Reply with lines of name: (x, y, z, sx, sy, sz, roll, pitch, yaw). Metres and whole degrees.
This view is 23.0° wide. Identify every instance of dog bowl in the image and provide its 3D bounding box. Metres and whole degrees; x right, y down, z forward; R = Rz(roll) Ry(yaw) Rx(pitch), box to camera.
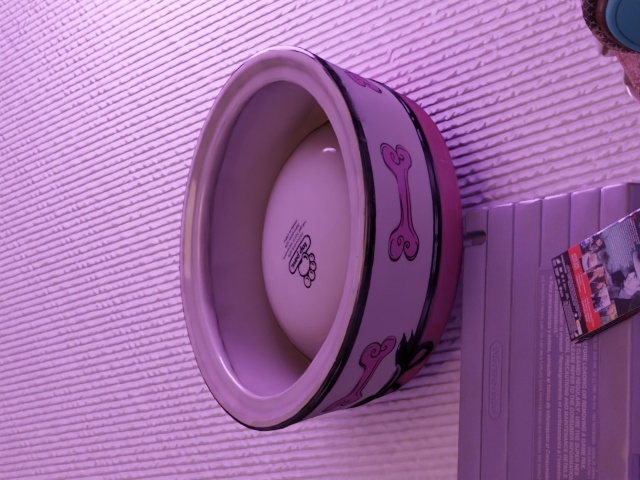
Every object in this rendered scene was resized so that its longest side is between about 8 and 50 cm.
dog bowl: (0.000, 0.000, 1.701, 0.408, 0.150, 0.408, -11, 77, 58)

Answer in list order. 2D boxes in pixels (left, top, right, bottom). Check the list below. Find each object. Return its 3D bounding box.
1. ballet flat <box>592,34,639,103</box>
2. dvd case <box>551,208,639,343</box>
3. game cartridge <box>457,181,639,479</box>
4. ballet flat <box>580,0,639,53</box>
ballet flat: (0.287, -0.181, 1.457, 0.067, 0.073, 0.206, 113, 144, -44)
dvd case: (0.262, 0.032, 1.418, 0.119, 0.013, 0.087, -36, 55, 43)
game cartridge: (0.227, 0.133, 1.495, 0.230, 0.068, 0.355, -8, 75, 47)
ballet flat: (0.376, -0.363, 1.293, 0.483, 0.164, 0.182, -48, 31, 33)
